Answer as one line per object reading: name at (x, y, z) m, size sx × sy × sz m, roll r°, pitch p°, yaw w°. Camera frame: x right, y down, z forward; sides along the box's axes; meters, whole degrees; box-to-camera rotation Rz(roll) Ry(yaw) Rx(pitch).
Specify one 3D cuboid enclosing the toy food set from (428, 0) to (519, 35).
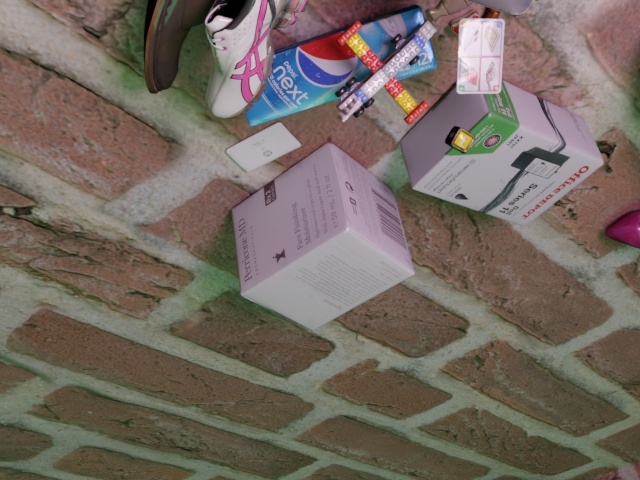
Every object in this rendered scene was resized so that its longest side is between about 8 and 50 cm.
toy food set at (0.188, -0.260, 0.839) m, size 0.122 × 0.019 × 0.078 m, roll -31°, pitch 138°, yaw 27°

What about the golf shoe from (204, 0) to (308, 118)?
golf shoe at (-0.082, -0.196, 0.735) m, size 0.086 × 0.067 × 0.186 m, roll -5°, pitch 139°, yaw -38°

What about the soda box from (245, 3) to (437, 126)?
soda box at (0.015, -0.190, 0.832) m, size 0.210 × 0.071 × 0.067 m, roll -17°, pitch 108°, yaw 8°

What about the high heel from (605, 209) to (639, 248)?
high heel at (0.576, -0.004, 1.245) m, size 0.244 × 0.082 × 0.117 m, roll 4°, pitch 172°, yaw -38°

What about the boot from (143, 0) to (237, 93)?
boot at (-0.118, -0.230, 0.760) m, size 0.106 × 0.082 × 0.219 m, roll 4°, pitch 139°, yaw -14°

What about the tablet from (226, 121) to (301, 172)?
tablet at (-0.073, -0.118, 0.982) m, size 0.083 × 0.006 × 0.054 m, roll -24°, pitch 141°, yaw 19°

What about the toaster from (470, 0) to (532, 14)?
toaster at (0.151, -0.315, 0.639) m, size 0.110 × 0.185 × 0.168 m, roll 11°, pitch 142°, yaw -10°

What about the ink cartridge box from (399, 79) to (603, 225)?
ink cartridge box at (0.233, -0.113, 0.990) m, size 0.209 × 0.086 × 0.153 m, roll 14°, pitch 138°, yaw -30°

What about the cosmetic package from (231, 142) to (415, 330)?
cosmetic package at (0.000, 0.000, 1.034) m, size 0.184 × 0.151 × 0.151 m, roll -32°, pitch 138°, yaw 25°

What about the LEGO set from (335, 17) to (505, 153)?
LEGO set at (0.105, -0.205, 0.755) m, size 0.183 × 0.060 × 0.244 m, roll -2°, pitch 104°, yaw -10°
